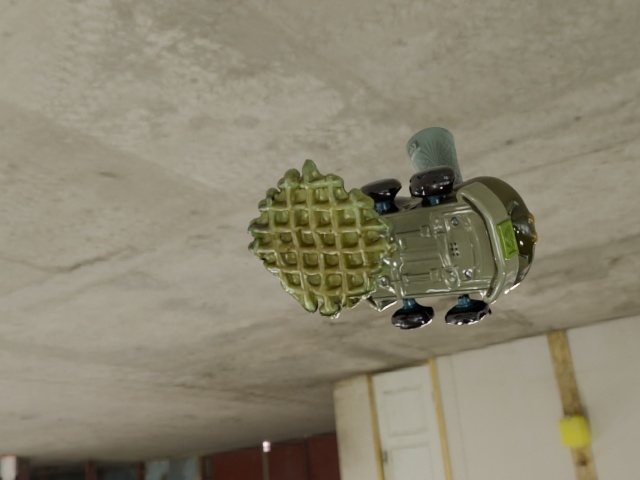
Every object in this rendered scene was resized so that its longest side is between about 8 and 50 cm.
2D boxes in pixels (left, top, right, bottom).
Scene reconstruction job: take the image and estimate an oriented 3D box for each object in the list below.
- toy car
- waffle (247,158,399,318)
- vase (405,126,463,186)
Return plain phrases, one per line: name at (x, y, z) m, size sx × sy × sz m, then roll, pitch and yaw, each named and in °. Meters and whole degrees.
toy car at (0.175, -0.005, 1.079) m, size 0.248 × 0.204 × 0.198 m, roll -9°, pitch -171°, yaw 43°
waffle at (0.000, 0.000, 0.987) m, size 0.169 × 0.183 × 0.036 m, roll -47°, pitch 177°, yaw 25°
vase at (0.229, -0.104, 1.485) m, size 0.096 × 0.219 × 0.096 m, roll -7°, pitch 140°, yaw -6°
